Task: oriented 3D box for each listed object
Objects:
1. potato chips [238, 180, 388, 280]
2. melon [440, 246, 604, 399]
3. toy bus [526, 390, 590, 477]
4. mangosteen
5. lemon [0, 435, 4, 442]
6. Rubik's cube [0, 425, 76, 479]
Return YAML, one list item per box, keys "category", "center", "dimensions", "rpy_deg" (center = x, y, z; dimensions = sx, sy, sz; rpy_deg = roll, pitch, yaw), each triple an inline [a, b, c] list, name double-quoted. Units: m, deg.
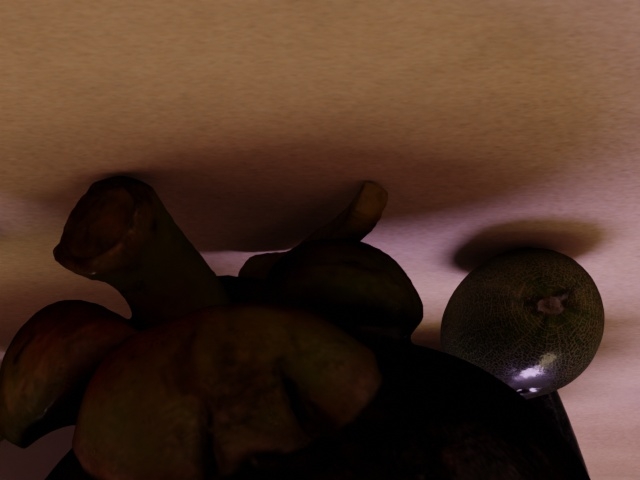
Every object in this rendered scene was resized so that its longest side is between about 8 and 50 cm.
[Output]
- category: "potato chips"
  center: [0.000, 0.000, 1.219]
  dimensions: [0.037, 0.026, 0.204]
  rpy_deg: [15, 163, -18]
- category: "melon"
  center: [0.131, 0.058, 1.320]
  dimensions: [0.099, 0.099, 0.162]
  rpy_deg: [2, 166, -12]
- category: "toy bus"
  center: [0.097, 0.254, 1.744]
  dimensions: [0.249, 0.209, 0.440]
  rpy_deg: [-15, 174, -8]
- category: "mangosteen"
  center: [-0.035, 0.182, 1.150]
  dimensions: [0.382, 0.435, 0.382]
  rpy_deg: [-34, 170, -7]
- category: "lemon"
  center: [-0.343, 0.230, 1.862]
  dimensions: [0.248, 0.184, 0.184]
  rpy_deg: [-13, 171, -17]
- category: "Rubik's cube"
  center: [-0.149, 0.307, 1.498]
  dimensions: [0.368, 0.387, 0.358]
  rpy_deg: [-31, -173, 46]
